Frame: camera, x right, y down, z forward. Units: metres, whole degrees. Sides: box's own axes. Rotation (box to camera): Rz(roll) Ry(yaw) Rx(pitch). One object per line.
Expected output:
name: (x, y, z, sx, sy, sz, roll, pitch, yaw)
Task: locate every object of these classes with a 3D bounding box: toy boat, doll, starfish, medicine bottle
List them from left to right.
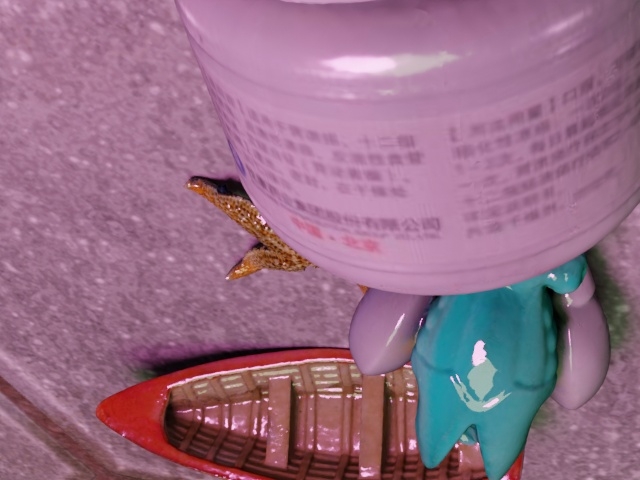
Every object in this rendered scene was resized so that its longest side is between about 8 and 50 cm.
toy boat: (-0.009, 0.167, 1.107, 0.392, 0.136, 0.079, 1, 172, 15)
starfish: (0.000, 0.000, 0.949, 0.208, 0.053, 0.176, -11, 146, 37)
medicine bottle: (0.047, -0.149, 0.583, 0.245, 0.245, 0.306, 1, 140, 16)
doll: (0.144, 0.058, 0.912, 0.195, 0.153, 0.258, 37, 120, -2)
